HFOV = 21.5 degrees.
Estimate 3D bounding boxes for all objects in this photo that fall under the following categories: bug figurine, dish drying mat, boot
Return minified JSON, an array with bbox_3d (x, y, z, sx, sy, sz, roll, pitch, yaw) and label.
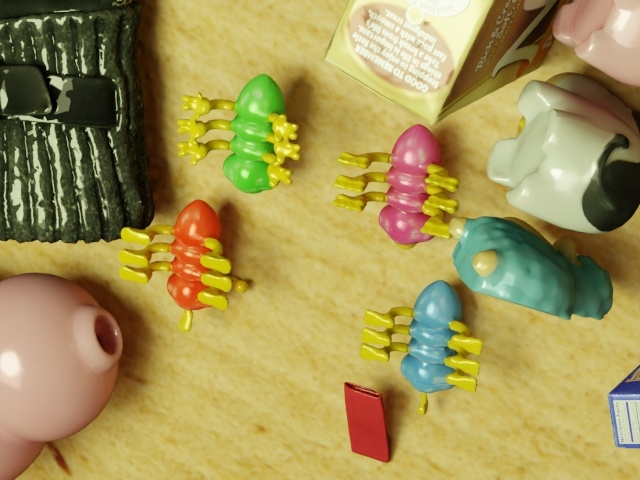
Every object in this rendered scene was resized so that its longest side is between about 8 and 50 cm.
[{"bbox_3d":[0.000,0.000,1.193,0.279,0.072,0.216,19,121,16],"label":"bug figurine"},{"bbox_3d":[0.034,0.134,1.236,0.032,0.008,0.083,15,143,19],"label":"dish drying mat"},{"bbox_3d":[-0.282,-0.139,1.264,0.348,0.131,0.260,12,111,24],"label":"boot"}]

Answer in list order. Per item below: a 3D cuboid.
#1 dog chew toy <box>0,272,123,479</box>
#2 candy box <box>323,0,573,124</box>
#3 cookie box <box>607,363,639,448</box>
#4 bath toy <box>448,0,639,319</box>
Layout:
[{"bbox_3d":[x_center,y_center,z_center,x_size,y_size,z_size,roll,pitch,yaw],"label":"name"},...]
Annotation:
[{"bbox_3d":[-0.303,0.119,1.329,0.331,0.206,0.207,-18,97,23],"label":"dog chew toy"},{"bbox_3d":[0.131,-0.235,0.984,0.087,0.183,0.316,34,119,15],"label":"candy box"},{"bbox_3d":[0.251,0.102,1.086,0.107,0.092,0.040,-3,101,29],"label":"cookie box"},{"bbox_3d":[0.201,-0.114,1.023,0.129,0.151,0.348,18,114,-16],"label":"bath toy"}]
